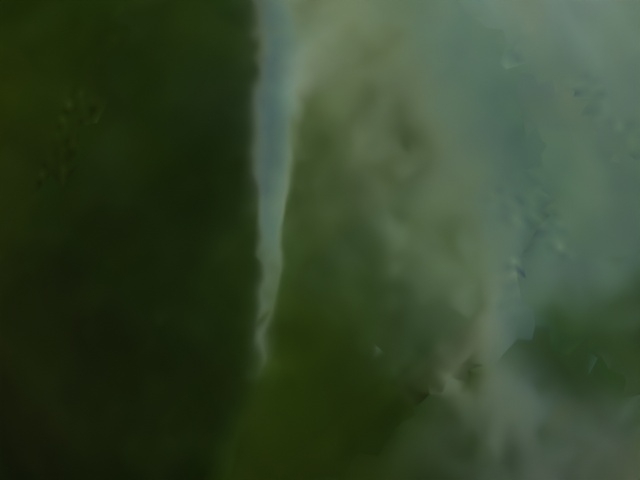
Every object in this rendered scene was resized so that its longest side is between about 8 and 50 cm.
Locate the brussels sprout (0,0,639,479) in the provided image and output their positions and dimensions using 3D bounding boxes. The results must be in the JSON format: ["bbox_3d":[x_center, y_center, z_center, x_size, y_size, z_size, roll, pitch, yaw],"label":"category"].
[{"bbox_3d":[-0.005,0.003,0.562,0.355,0.281,0.289,60,-17,15],"label":"brussels sprout"}]
